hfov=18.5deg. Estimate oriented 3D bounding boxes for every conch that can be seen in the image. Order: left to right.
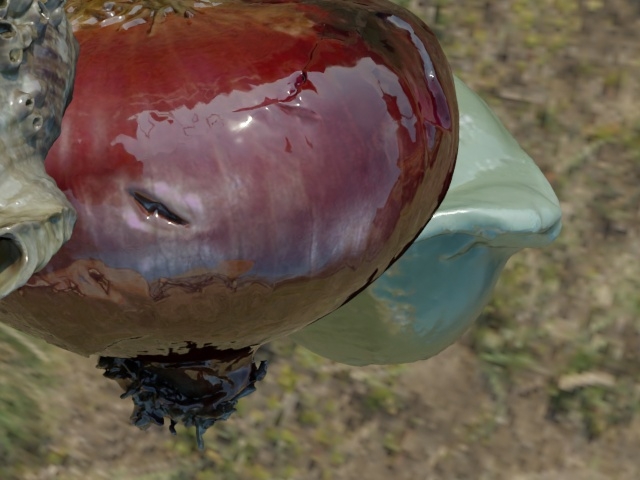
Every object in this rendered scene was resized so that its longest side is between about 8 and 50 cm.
[{"bbox_3d":[-0.187,-0.056,0.862,0.178,0.245,0.163,-25,139,-6],"label":"conch"}]

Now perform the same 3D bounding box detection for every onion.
[{"bbox_3d":[-0.084,-0.022,1.165,0.348,0.348,0.285,-15,109,-34],"label":"onion"}]

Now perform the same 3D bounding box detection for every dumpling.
[{"bbox_3d":[0.029,0.000,1.392,0.212,0.320,0.270,31,54,-2],"label":"dumpling"}]
